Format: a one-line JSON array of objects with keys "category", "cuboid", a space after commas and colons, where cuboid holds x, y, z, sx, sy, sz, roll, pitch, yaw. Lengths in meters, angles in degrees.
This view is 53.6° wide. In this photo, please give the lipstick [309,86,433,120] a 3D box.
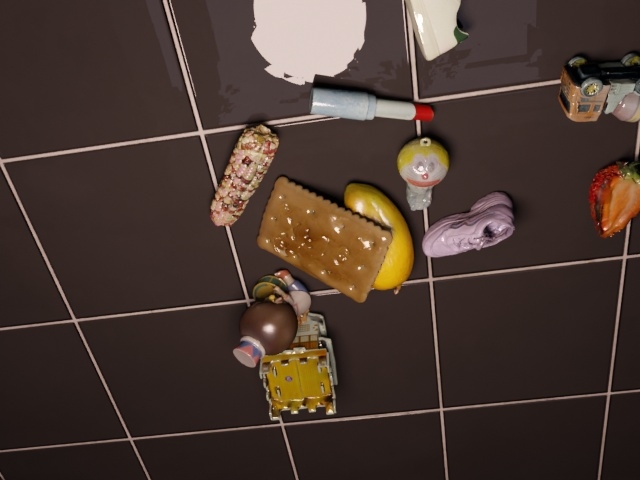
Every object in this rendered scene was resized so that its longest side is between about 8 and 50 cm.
[{"category": "lipstick", "cuboid": [0.115, -0.296, 1.405, 0.274, 0.068, 0.061, 4, 115, -9]}]

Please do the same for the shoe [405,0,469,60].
[{"category": "shoe", "cuboid": [0.223, -0.499, 1.264, 0.110, 0.095, 0.264, -18, 126, 6]}]

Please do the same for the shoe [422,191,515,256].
[{"category": "shoe", "cuboid": [0.362, -0.014, 1.536, 0.245, 0.137, 0.095, -31, 112, 19]}]

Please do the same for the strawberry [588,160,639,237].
[{"category": "strawberry", "cuboid": [0.696, -0.109, 1.499, 0.141, 0.085, 0.192, -26, 124, 8]}]

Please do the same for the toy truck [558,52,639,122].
[{"category": "toy truck", "cuboid": [0.646, -0.314, 1.362, 0.257, 0.108, 0.140, -3, 136, 0]}]

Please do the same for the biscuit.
[{"category": "biscuit", "cuboid": [0.000, 0.000, 1.534, 0.325, 0.044, 0.217, 29, 123, 13]}]

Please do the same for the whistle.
[{"category": "whistle", "cuboid": [0.236, -0.147, 1.475, 0.123, 0.122, 0.223, -1, 137, 2]}]

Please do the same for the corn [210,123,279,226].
[{"category": "corn", "cuboid": [-0.183, -0.150, 1.496, 0.092, 0.092, 0.280, 23, 125, -13]}]

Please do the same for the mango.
[{"category": "mango", "cuboid": [0.136, 0.000, 1.568, 0.177, 0.119, 0.316, -12, 113, 14]}]

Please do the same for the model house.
[{"category": "model house", "cuboid": [-0.058, 0.338, 1.721, 0.199, 0.215, 0.224, -8, 121, 2]}]

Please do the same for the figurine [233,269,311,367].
[{"category": "figurine", "cuboid": [-0.128, 0.199, 1.604, 0.158, 0.275, 0.161, 8, 120, 13]}]
